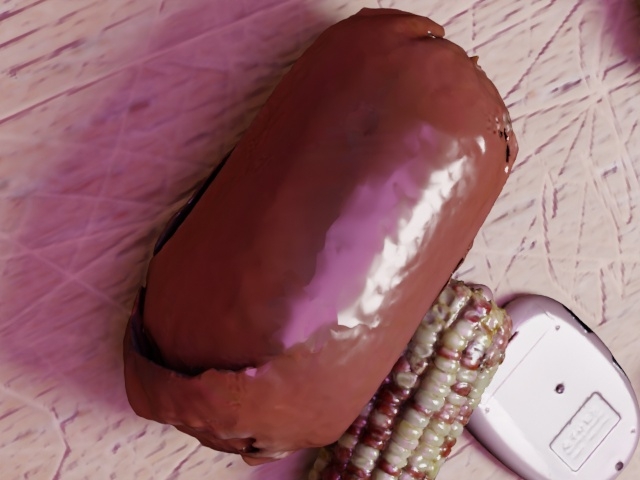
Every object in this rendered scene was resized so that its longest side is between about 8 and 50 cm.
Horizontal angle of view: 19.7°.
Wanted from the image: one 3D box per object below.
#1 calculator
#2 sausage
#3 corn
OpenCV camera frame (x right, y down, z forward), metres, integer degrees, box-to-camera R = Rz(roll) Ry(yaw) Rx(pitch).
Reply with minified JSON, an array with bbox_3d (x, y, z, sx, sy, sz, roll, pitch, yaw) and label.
[{"bbox_3d":[0.140,0.095,1.175,0.166,0.024,0.103,44,82,-18],"label":"calculator"},{"bbox_3d":[0.000,0.000,1.045,0.152,0.152,0.279,37,84,-21],"label":"sausage"},{"bbox_3d":[0.039,0.132,1.113,0.079,0.079,0.237,25,91,-21],"label":"corn"}]
